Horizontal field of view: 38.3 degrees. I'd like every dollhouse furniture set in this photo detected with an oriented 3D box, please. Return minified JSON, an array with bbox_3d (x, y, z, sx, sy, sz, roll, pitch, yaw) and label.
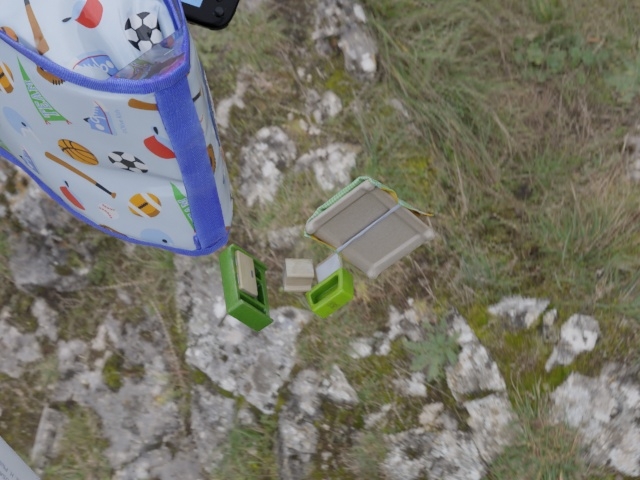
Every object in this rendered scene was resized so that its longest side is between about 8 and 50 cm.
[{"bbox_3d":[0.000,0.000,0.633,0.151,0.076,0.058,-37,40,23],"label":"dollhouse furniture set"}]

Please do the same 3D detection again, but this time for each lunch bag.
[{"bbox_3d":[-0.261,-0.183,1.113,0.239,0.328,0.385,-40,60,-21],"label":"lunch bag"}]

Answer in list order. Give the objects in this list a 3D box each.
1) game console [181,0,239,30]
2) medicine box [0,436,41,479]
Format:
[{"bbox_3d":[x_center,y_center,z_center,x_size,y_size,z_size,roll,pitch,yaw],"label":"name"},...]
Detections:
[{"bbox_3d":[-0.274,-0.401,1.264,0.361,0.044,0.213,20,91,4],"label":"game console"},{"bbox_3d":[-0.311,0.311,0.620,0.263,0.289,0.149,-34,108,4],"label":"medicine box"}]
